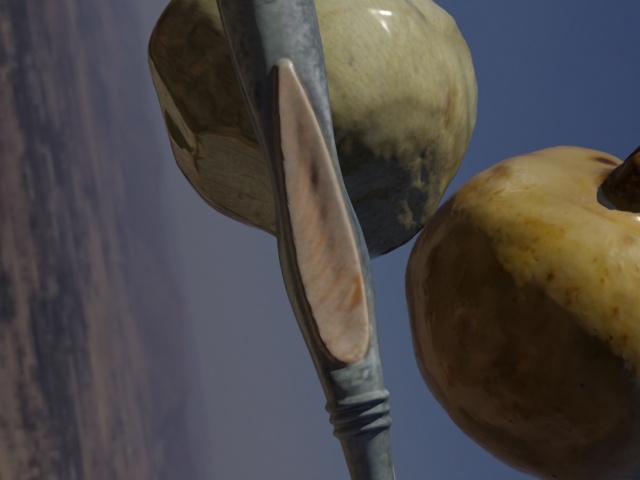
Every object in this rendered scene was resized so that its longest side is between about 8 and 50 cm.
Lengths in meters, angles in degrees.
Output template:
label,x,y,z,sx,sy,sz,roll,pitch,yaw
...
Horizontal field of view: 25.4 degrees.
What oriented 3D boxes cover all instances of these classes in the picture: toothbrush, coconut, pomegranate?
label,x,y,z,sx,sy,sz,roll,pitch,yaw
toothbrush,0.000,0.000,0.407,0.037,0.028,0.375,118,-41,-86
coconut,-0.008,-0.097,0.922,0.224,0.224,0.224,171,-90,-85
pomegranate,0.206,0.067,1.157,0.307,0.307,0.307,171,-90,-85
